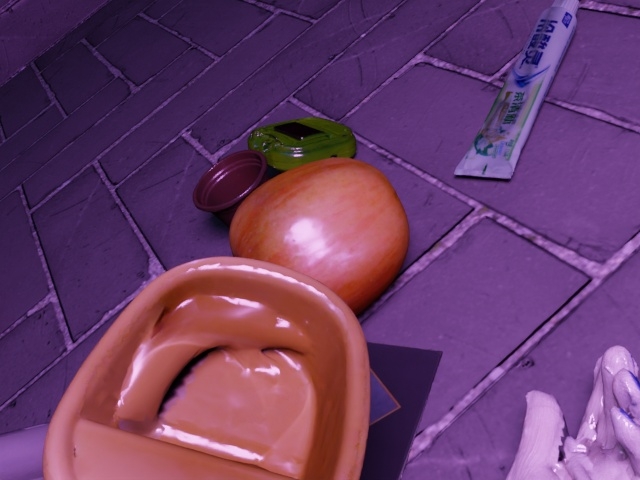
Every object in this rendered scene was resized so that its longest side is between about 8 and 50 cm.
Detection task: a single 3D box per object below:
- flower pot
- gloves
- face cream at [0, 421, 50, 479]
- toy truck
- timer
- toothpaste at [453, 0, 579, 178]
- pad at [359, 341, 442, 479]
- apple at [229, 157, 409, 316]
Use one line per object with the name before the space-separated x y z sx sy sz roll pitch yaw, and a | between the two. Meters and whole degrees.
flower pot | -0.100 -0.053 0.893 0.111 0.089 0.111 -20 41 18
gloves | 0.175 0.174 0.445 0.119 0.097 0.229 9 61 37
face cream | -0.357 0.237 0.653 0.107 0.269 0.073 -38 71 19
toy truck | -0.078 0.179 0.486 0.205 0.211 0.287 15 50 4
timer | -0.027 -0.135 0.922 0.128 0.047 0.140 -18 29 -28
toothpaste | 0.251 -0.190 0.808 0.075 0.048 0.296 9 59 42
pad | 0.007 0.196 0.622 0.164 0.004 0.243 0 51 38
apple | 0.000 0.000 0.703 0.199 0.199 0.199 -21 40 19
